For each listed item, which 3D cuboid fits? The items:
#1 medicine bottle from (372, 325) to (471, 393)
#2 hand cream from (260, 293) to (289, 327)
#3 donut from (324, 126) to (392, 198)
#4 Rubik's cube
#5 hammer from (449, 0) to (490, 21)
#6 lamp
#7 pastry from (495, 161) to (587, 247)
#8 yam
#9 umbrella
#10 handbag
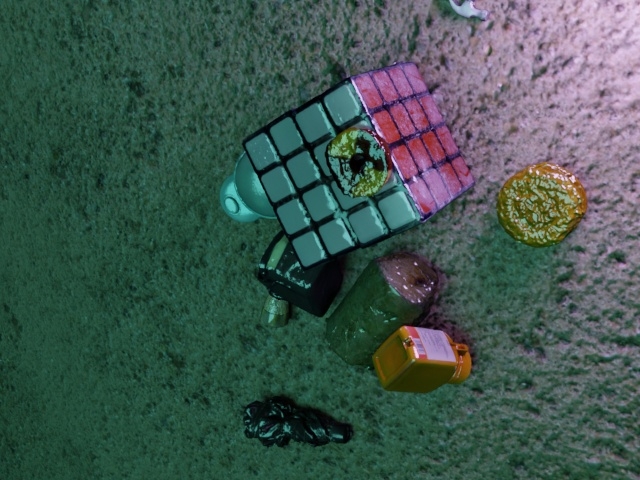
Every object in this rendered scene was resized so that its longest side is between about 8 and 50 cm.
[{"bbox_3d":[0.258,0.298,1.818,0.149,0.222,0.112,-51,43,34],"label":"medicine bottle"},{"bbox_3d":[-0.120,0.146,2.113,0.084,0.084,0.203,21,113,26],"label":"hand cream"},{"bbox_3d":[0.078,-0.156,1.455,0.140,0.059,0.140,9,110,26],"label":"donut"},{"bbox_3d":[0.094,-0.171,1.685,0.337,0.344,0.344,-26,90,36],"label":"Rubik's cube"},{"bbox_3d":[0.337,-0.598,1.559,0.103,0.029,0.246,23,118,24],"label":"hammer"},{"bbox_3d":[-0.148,-0.152,1.972,0.284,0.147,0.209,-28,94,38],"label":"lamp"},{"bbox_3d":[0.483,-0.077,1.611,0.188,0.103,0.189,12,113,29],"label":"pastry"},{"bbox_3d":[0.157,0.169,1.869,0.195,0.195,0.300,45,126,11],"label":"yam"},{"bbox_3d":[-0.081,0.567,2.202,0.336,0.154,0.128,14,155,30],"label":"umbrella"},{"bbox_3d":[-0.051,0.078,1.940,0.181,0.181,0.254,24,163,18],"label":"handbag"}]
